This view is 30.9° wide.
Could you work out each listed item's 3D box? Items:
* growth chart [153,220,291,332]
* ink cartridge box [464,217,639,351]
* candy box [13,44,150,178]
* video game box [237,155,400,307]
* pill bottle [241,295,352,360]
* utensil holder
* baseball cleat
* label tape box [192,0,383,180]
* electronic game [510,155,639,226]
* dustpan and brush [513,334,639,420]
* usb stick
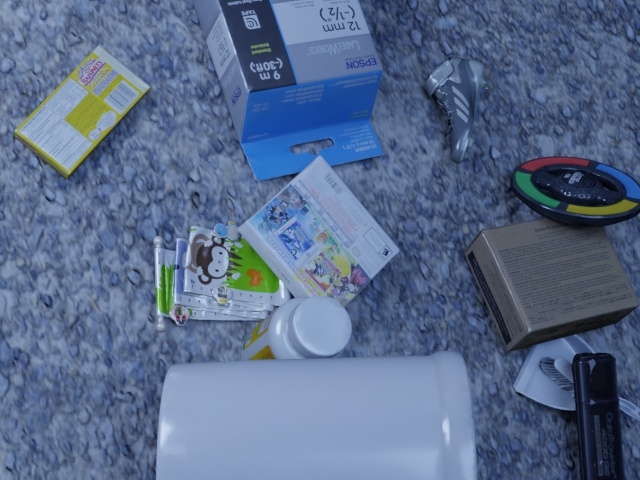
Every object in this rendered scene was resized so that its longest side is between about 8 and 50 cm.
[{"bbox_3d":[-0.148,0.051,1.776,0.237,0.021,0.172,-2,73,-24],"label":"growth chart"},{"bbox_3d":[0.385,0.063,1.931,0.234,0.088,0.193,-10,65,-24],"label":"ink cartridge box"},{"bbox_3d":[-0.364,-0.199,1.777,0.105,0.027,0.206,38,62,-2],"label":"candy box"},{"bbox_3d":[0.000,0.000,1.824,0.205,0.048,0.187,50,56,-5],"label":"video game box"},{"bbox_3d":[-0.033,0.149,1.679,0.117,0.208,0.118,7,68,-19],"label":"pill bottle"},{"bbox_3d":[-0.005,0.312,1.514,0.385,0.327,0.328,-1,71,0],"label":"utensil holder"},{"bbox_3d":[0.226,-0.228,2.009,0.109,0.072,0.206,15,61,-1],"label":"baseball cleat"},{"bbox_3d":[-0.038,-0.294,1.893,0.249,0.115,0.348,-13,75,-25],"label":"label tape box"},{"bbox_3d":[0.439,-0.088,1.978,0.229,0.048,0.229,3,30,-2],"label":"electronic game"},{"bbox_3d":[0.442,0.242,1.917,0.211,0.060,0.147,35,62,-6],"label":"dustpan and brush"},{"bbox_3d":[0.450,0.318,1.864,0.077,0.045,0.278,-4,88,-15],"label":"usb stick"}]
